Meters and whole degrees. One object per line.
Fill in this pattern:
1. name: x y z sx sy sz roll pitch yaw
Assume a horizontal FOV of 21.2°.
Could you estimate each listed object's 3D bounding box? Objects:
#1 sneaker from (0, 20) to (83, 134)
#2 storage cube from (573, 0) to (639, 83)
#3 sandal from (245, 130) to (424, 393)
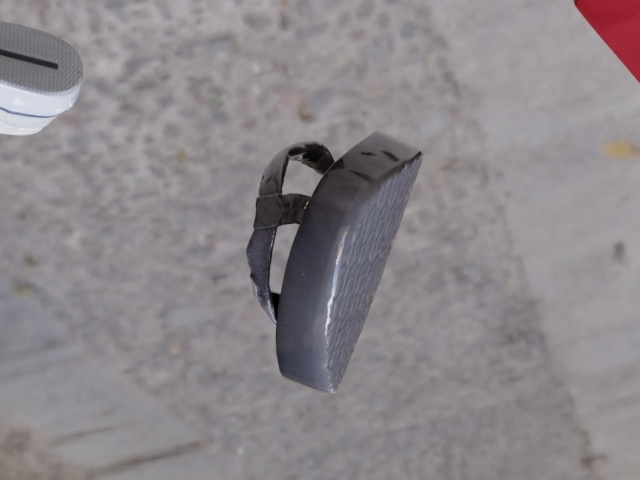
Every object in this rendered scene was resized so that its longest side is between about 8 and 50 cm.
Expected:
1. sneaker: -0.312 -0.133 1.287 0.258 0.094 0.091 19 141 -21
2. storage cube: 0.304 -0.147 1.005 0.215 0.193 0.183 -37 176 -46
3. sandal: 0.000 0.001 0.678 0.054 0.097 0.254 20 -177 2
